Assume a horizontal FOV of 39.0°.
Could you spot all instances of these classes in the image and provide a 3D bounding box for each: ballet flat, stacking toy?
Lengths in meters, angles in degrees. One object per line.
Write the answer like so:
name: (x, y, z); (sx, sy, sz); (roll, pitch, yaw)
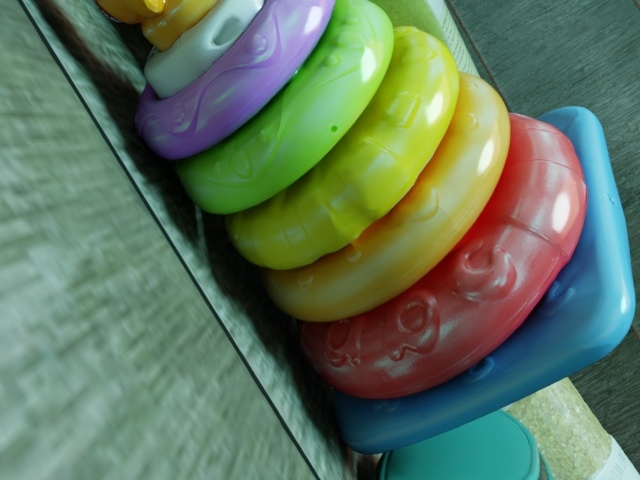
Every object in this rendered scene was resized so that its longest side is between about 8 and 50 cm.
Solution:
ballet flat: (0.063, 0.138, 0.366); (0.247, 0.083, 0.087); (-58, 142, -84)
stacking toy: (-0.013, -0.058, 0.391); (0.302, 0.165, 0.175); (42, 35, -27)

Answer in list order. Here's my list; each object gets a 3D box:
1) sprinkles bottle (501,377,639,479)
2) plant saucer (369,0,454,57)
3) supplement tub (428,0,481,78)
sprinkles bottle: (0.195, 0.232, 0.618); (0.355, 0.121, 0.121); (54, 6, -4)
plant saucer: (-0.032, -0.121, 0.525); (0.241, 0.037, 0.241); (33, -17, 12)
supplement tub: (0.061, -0.162, 1.020); (0.325, 0.235, 0.235); (56, 7, -33)
